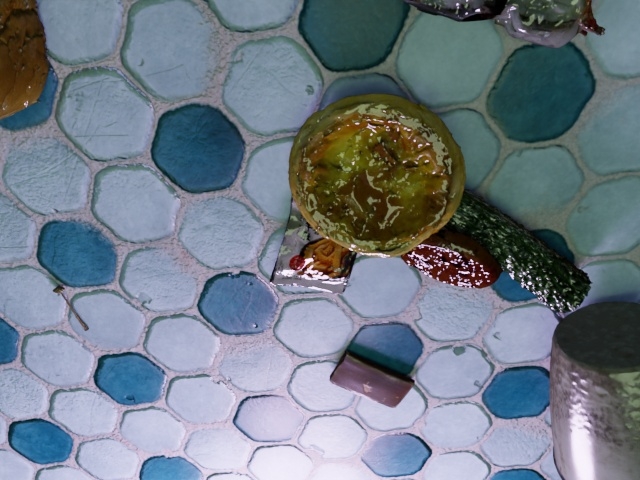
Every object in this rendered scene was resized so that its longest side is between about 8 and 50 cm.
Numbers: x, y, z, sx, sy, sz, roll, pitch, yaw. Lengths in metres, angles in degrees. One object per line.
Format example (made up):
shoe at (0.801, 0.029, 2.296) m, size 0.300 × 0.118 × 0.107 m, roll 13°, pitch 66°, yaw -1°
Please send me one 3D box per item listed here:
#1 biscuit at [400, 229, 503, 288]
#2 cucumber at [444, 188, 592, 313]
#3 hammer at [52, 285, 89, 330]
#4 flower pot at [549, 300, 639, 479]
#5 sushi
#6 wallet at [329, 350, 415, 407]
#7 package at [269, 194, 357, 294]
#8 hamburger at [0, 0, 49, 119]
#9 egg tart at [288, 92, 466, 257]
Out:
biscuit at (0.233, 0.032, 1.084) m, size 0.192 × 0.049 × 0.192 m, roll 18°, pitch 164°, yaw 6°
cucumber at (0.335, 0.008, 1.092) m, size 0.359 × 0.096 × 0.096 m, roll 33°, pitch 118°, yaw -15°
hammer at (-0.521, 0.145, 1.258) m, size 0.029 × 0.014 × 0.123 m, roll -8°, pitch 123°, yaw 18°
flower pot at (0.582, 0.309, 1.168) m, size 0.294 × 0.293 × 0.330 m, roll -16°, pitch 113°, yaw 12°
sushi at (0.242, -0.357, 0.841) m, size 0.332 × 0.124 × 0.130 m, roll 10°, pitch 112°, yaw -3°
wallet at (0.112, 0.309, 1.329) m, size 0.176 × 0.026 × 0.095 m, roll 24°, pitch 115°, yaw -13°
package at (0.000, 0.000, 1.131) m, size 0.154 × 0.030 × 0.239 m, roll 10°, pitch 120°, yaw -11°
hamburger at (-0.512, -0.298, 0.862) m, size 0.132 × 0.211 × 0.308 m, roll 8°, pitch 124°, yaw 3°
egg tart at (0.091, -0.111, 0.996) m, size 0.290 × 0.115 × 0.290 m, roll 4°, pitch 115°, yaw 9°
